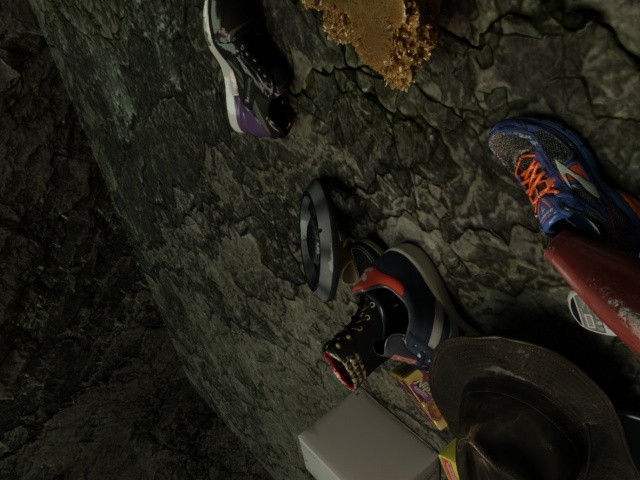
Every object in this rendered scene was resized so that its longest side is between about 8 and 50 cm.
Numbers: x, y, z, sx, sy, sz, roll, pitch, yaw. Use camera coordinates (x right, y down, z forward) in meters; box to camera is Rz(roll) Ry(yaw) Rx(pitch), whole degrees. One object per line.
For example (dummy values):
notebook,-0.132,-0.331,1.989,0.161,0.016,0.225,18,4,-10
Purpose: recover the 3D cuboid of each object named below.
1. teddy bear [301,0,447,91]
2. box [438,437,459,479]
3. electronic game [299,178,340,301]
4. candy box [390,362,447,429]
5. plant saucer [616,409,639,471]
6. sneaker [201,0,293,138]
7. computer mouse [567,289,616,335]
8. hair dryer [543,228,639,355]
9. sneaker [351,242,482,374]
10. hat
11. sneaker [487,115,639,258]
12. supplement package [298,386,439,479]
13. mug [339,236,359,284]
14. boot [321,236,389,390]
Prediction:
teddy bear,0.041,-0.340,0.767,0.338,0.113,0.245,45,146,40
box,0.330,0.456,1.175,0.232,0.058,0.087,12,130,56
electronic game,0.000,0.000,1.168,0.229,0.048,0.230,176,90,-77
candy box,0.190,0.280,1.165,0.109,0.053,0.187,54,173,6
plant saucer,0.470,0.349,0.831,0.317,0.043,0.318,42,150,31
sneaker,-0.105,-0.304,1.074,0.124,0.107,0.283,20,142,30
computer mouse,0.372,0.075,0.702,0.193,0.042,0.106,5,129,52
hair dryer,0.348,0.019,0.558,0.293,0.080,0.224,-4,87,38
sneaker,0.179,0.181,1.032,0.350,0.148,0.131,53,154,8
hat,0.259,0.290,0.871,0.331,0.134,0.331,29,142,25
sneaker,0.265,-0.052,0.690,0.221,0.087,0.083,48,152,19
supplement package,0.112,0.512,1.454,0.261,0.204,0.145,34,145,41
mug,0.054,0.037,1.210,0.062,0.078,0.064,37,-175,-46
boot,0.074,0.132,1.122,0.085,0.178,0.237,3,123,59
